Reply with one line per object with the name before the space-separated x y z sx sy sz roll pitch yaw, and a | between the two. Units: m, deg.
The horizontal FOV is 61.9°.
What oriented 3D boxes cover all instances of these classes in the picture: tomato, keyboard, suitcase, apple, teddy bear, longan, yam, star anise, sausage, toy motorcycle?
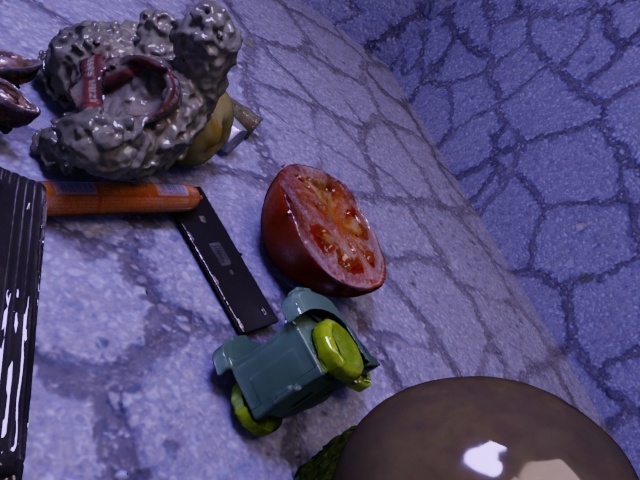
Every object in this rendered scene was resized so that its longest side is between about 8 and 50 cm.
tomato | -0.010 0.001 1.152 0.338 0.143 0.338 36 33 -28
keyboard | -0.188 0.030 0.987 0.106 0.027 0.317 -8 61 -54
suitcase | -0.353 0.099 0.447 0.152 0.229 0.335 22 38 -41
apple | -0.266 -0.245 1.063 0.200 0.200 0.200 34 31 -24
teddy bear | -0.353 -0.267 0.888 0.367 0.357 0.224 30 -21 17
longan | 0.166 0.285 0.524 0.319 0.319 0.319 34 31 -24
yam | -0.213 -0.312 1.342 0.146 0.069 0.070 27 34 -33
star anise | -0.523 -0.225 0.754 0.223 0.109 0.236 48 42 -5
sausage | -0.330 -0.068 0.857 0.347 0.053 0.053 -7 59 -51
toy motorcycle | -0.018 0.179 0.897 0.200 0.191 0.326 58 16 19

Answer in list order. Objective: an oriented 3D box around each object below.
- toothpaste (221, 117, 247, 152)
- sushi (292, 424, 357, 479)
toothpaste | -0.330 -0.351 1.236 0.371 0.080 0.125 42 31 5
sushi | 0.077 0.428 0.698 0.294 0.178 0.352 48 28 1
